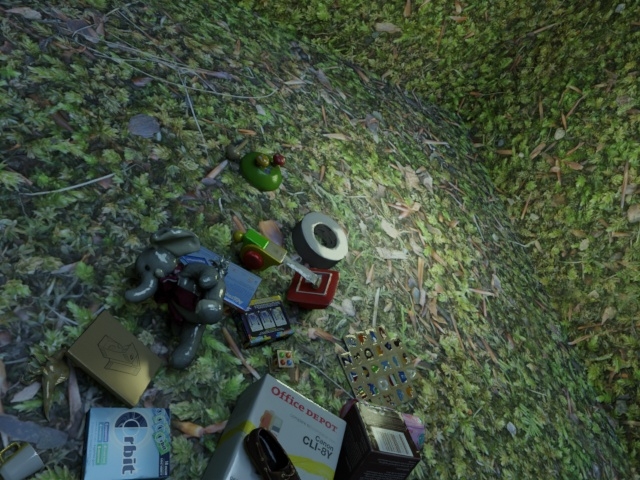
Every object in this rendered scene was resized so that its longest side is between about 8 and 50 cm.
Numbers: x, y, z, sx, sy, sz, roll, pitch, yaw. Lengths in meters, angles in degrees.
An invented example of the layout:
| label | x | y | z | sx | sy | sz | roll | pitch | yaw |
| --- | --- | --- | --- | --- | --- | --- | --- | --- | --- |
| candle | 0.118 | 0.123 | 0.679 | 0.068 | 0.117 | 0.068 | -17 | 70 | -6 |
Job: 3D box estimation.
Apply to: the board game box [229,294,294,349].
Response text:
| label | x | y | z | sx | sy | sz | roll | pitch | yaw |
| --- | --- | --- | --- | --- | --- | --- | --- | --- | --- |
| board game box | -0.181 | 0.251 | 1.506 | 0.170 | 0.048 | 0.141 | -3 | 58 | -43 |

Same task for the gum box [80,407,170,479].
| label | x | y | z | sx | sy | sz | roll | pitch | yaw |
| --- | --- | --- | --- | --- | --- | --- | --- | --- | --- |
| gum box | -0.439 | 0.466 | 1.103 | 0.184 | 0.041 | 0.157 | 15 | 49 | -34 |

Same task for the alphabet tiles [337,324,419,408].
| label | x | y | z | sx | sy | sz | roll | pitch | yaw |
| --- | --- | --- | --- | --- | --- | --- | --- | --- | --- |
| alphabet tiles | 0.213 | 0.452 | 1.722 | 0.342 | 0.011 | 0.285 | -4 | 61 | -43 |

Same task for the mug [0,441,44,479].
| label | x | y | z | sx | sy | sz | roll | pitch | yaw |
| --- | --- | --- | --- | --- | --- | --- | --- | --- | --- |
| mug | -0.605 | 0.449 | 0.968 | 0.064 | 0.078 | 0.062 | -36 | 118 | -42 |

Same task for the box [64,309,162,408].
| label | x | y | z | sx | sy | sz | roll | pitch | yaw |
| --- | --- | --- | --- | --- | --- | --- | --- | --- | --- |
| box | -0.490 | 0.282 | 1.165 | 0.201 | 0.021 | 0.164 | 48 | 23 | -16 |

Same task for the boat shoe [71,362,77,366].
| label | x | y | z | sx | sy | sz | roll | pitch | yaw |
| --- | --- | --- | --- | --- | --- | --- | --- | --- | --- |
| boat shoe | -0.538 | 0.268 | 1.175 | 0.049 | 0.043 | 0.137 | 52 | 22 | 6 |

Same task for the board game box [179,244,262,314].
| label | x | y | z | sx | sy | sz | roll | pitch | yaw |
| --- | --- | --- | --- | --- | --- | --- | --- | --- | --- |
| board game box | -0.328 | 0.104 | 1.473 | 0.281 | 0.027 | 0.145 | 29 | 40 | -4 |

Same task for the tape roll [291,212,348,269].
| label | x | y | z | sx | sy | sz | roll | pitch | yaw |
| --- | --- | --- | --- | --- | --- | --- | --- | --- | --- |
| tape roll | 0.000 | 0.000 | 1.857 | 0.219 | 0.072 | 0.219 | 24 | 44 | -25 |

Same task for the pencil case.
| label | x | y | z | sx | sy | sz | roll | pitch | yaw |
| --- | --- | --- | --- | --- | --- | --- | --- | --- | --- |
| pencil case | 0.196 | 0.580 | 1.515 | 0.284 | 0.124 | 0.124 | 25 | 44 | -25 |

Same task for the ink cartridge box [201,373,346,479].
| label | x | y | z | sx | sy | sz | roll | pitch | yaw |
| --- | --- | --- | --- | --- | --- | --- | --- | --- | --- |
| ink cartridge box | -0.122 | 0.575 | 1.200 | 0.279 | 0.160 | 0.385 | 36 | 41 | -12 |

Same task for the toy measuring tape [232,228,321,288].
| label | x | y | z | sx | sy | sz | roll | pitch | yaw |
| --- | --- | --- | --- | --- | --- | --- | --- | --- | --- |
| toy measuring tape | -0.157 | 0.078 | 1.611 | 0.330 | 0.121 | 0.121 | 35 | 41 | -6 |

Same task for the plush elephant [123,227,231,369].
| label | x | y | z | sx | sy | sz | roll | pitch | yaw |
| --- | --- | --- | --- | --- | --- | --- | --- | --- | --- |
| plush elephant | -0.389 | 0.115 | 1.273 | 0.255 | 0.272 | 0.330 | 25 | 41 | -16 |

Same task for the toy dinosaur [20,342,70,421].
| label | x | y | z | sx | sy | sz | roll | pitch | yaw |
| --- | --- | --- | --- | --- | --- | --- | --- | --- | --- |
| toy dinosaur | -0.610 | 0.300 | 1.079 | 0.092 | 0.053 | 0.183 | 22 | 45 | -29 |

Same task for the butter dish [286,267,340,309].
| label | x | y | z | sx | sy | sz | roll | pitch | yaw |
| --- | --- | --- | --- | --- | --- | --- | --- | --- | --- |
| butter dish | -0.018 | 0.183 | 1.664 | 0.160 | 0.118 | 0.160 | 5 | 43 | 14 |

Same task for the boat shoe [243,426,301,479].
| label | x | y | z | sx | sy | sz | roll | pitch | yaw |
| --- | --- | --- | --- | --- | --- | --- | --- | --- | --- |
| boat shoe | -0.096 | 0.517 | 1.091 | 0.207 | 0.073 | 0.073 | 51 | 40 | 6 |

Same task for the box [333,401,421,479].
| label | x | y | z | sx | sy | sz | roll | pitch | yaw |
| --- | --- | --- | --- | --- | --- | --- | --- | --- | --- |
| box | 0.135 | 0.592 | 1.341 | 0.168 | 0.203 | 0.167 | 21 | 22 | -24 |

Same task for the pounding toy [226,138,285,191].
| label | x | y | z | sx | sy | sz | roll | pitch | yaw |
| --- | --- | --- | --- | --- | --- | --- | --- | --- | --- |
| pounding toy | -0.229 | -0.313 | 1.882 | 0.237 | 0.110 | 0.183 | 43 | 39 | -5 |

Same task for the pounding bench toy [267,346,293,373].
| label | x | y | z | sx | sy | sz | roll | pitch | yaw |
| --- | --- | --- | --- | --- | --- | --- | --- | --- | --- |
| pounding bench toy | -0.121 | 0.352 | 1.462 | 0.052 | 0.065 | 0.083 | 13 | 50 | -34 |
